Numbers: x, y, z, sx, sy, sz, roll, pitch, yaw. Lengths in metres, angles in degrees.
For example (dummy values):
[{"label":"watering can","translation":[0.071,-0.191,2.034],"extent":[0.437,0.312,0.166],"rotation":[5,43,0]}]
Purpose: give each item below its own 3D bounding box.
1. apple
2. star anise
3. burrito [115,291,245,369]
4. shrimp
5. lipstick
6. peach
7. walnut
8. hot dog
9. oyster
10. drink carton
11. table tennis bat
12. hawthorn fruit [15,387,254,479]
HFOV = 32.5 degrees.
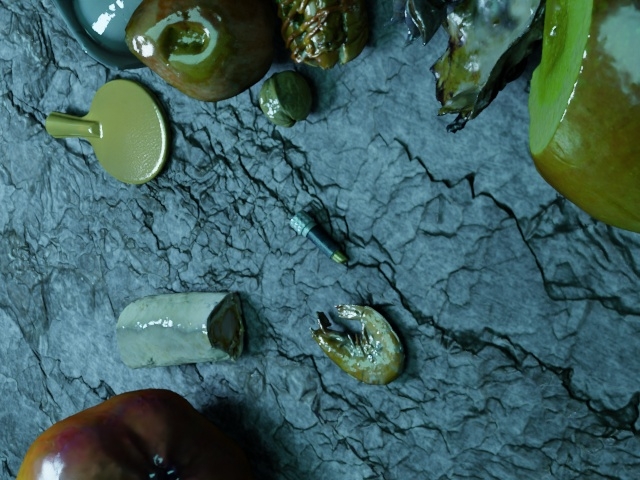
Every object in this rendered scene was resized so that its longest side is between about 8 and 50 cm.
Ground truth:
[{"label":"apple","translation":[0.381,-0.196,1.211],"extent":[0.384,0.374,0.374],"rotation":[54,132,1]},{"label":"star anise","translation":[0.152,-0.353,1.525],"extent":[0.180,0.061,0.204],"rotation":[-107,33,-44]},{"label":"burrito","translation":[-0.274,0.172,2.075],"extent":[0.299,0.105,0.143],"rotation":[-9,103,41]},{"label":"shrimp","translation":[0.063,0.162,1.824],"extent":[0.187,0.052,0.132],"rotation":[26,109,23]},{"label":"lipstick","translation":[0.000,0.000,1.824],"extent":[0.116,0.037,0.037],"rotation":[45,129,15]},{"label":"peach","translation":[-0.190,-0.322,1.733],"extent":[0.214,0.235,0.214],"rotation":[177,90,-84]},{"label":"walnut","translation":[-0.056,-0.227,1.760],"extent":[0.092,0.092,0.092],"rotation":[15,115,37]},{"label":"hot dog","translation":[-0.023,-0.427,1.635],"extent":[0.158,0.117,0.349],"rotation":[3,107,41]},{"label":"oyster","translation":[0.253,-0.304,1.434],"extent":[0.361,0.096,0.221],"rotation":[-58,32,33]},{"label":"drink carton","translation":[-0.311,-0.418,1.863],"extent":[0.189,0.185,0.191],"rotation":[-39,77,30]},{"label":"table tennis bat","translation":[-0.407,-0.211,2.091],"extent":[0.321,0.050,0.198],"rotation":[9,110,35]},{"label":"hawthorn fruit","translation":[-0.361,0.516,2.046],"extent":[0.472,0.472,0.471],"rotation":[15,115,37]}]
